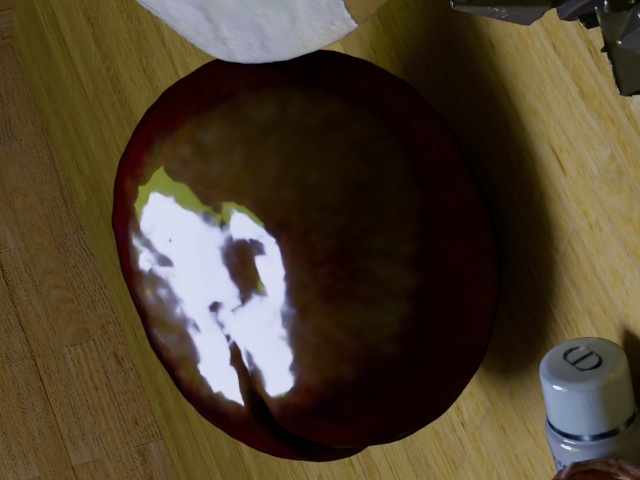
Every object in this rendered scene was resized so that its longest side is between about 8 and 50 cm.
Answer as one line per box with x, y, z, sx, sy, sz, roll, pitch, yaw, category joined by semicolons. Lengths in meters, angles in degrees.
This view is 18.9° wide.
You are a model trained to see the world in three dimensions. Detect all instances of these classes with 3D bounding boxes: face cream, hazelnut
0.268;0.233;1.789;0.143;0.089;0.314;42;154;55;face cream
0.000;0.000;1.946;0.429;0.402;0.402;58;160;5;hazelnut

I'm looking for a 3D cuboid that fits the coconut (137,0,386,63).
-0.050;-0.371;1.828;0.345;0.415;0.415;32;136;45;coconut

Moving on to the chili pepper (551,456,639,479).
0.256;0.377;1.671;0.251;0.229;0.305;29;131;45;chili pepper

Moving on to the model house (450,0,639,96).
0.208;-0.193;1.326;0.176;0.248;0.180;148;105;-71;model house
